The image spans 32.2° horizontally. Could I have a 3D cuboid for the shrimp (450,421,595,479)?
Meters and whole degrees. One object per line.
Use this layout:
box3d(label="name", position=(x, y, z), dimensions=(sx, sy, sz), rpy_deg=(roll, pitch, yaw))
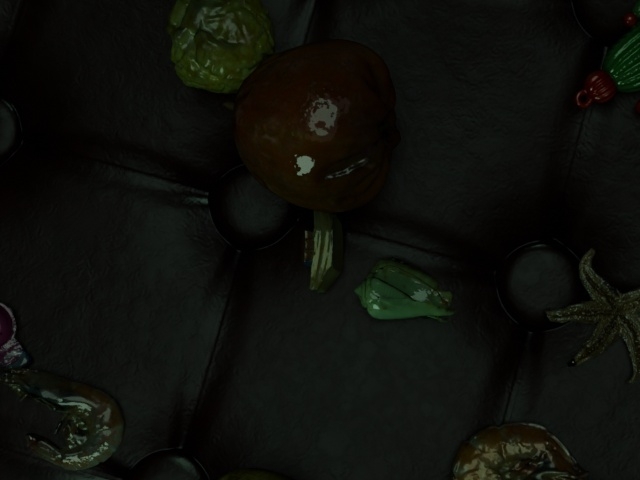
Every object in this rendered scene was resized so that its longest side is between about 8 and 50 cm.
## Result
box3d(label="shrimp", position=(0.366, 0.375, 1.755), dimensions=(0.317, 0.062, 0.164), rpy_deg=(5, 80, 7))

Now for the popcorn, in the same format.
box3d(label="popcorn", position=(-0.174, -0.339, 1.842), dimensions=(0.212, 0.198, 0.198), rpy_deg=(13, 82, 41))

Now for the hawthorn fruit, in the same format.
box3d(label="hawthorn fruit", position=(-0.027, -0.184, 1.758), dimensions=(0.298, 0.277, 0.277), rpy_deg=(12, 83, 18))

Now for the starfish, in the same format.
box3d(label="starfish", position=(0.478, 0.115, 1.785), dimensions=(0.238, 0.057, 0.213), rpy_deg=(-37, 89, 3))

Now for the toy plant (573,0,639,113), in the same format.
box3d(label="toy plant", position=(0.538, -0.291, 1.819), dimensions=(0.154, 0.088, 0.240), rpy_deg=(30, 93, -7))

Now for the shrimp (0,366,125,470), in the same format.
box3d(label="shrimp", position=(-0.447, 0.288, 1.828), dimensions=(0.251, 0.052, 0.143), rpy_deg=(24, 87, 6))

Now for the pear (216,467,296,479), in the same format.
box3d(label="pear", position=(-0.095, 0.442, 1.717), dimensions=(0.197, 0.197, 0.197), rpy_deg=(-1, 82, 4))

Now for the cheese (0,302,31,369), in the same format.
box3d(label="cheese", position=(-0.544, 0.160, 1.859), dimensions=(0.095, 0.038, 0.145), rpy_deg=(-39, 88, 0))

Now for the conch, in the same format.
box3d(label="conch", position=(0.140, 0.081, 1.807), dimensions=(0.170, 0.079, 0.106), rpy_deg=(8, 89, -10))

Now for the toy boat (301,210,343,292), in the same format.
box3d(label="toy boat", position=(0.000, 0.000, 1.831), dimensions=(0.066, 0.065, 0.172), rpy_deg=(-3, 79, 23))
